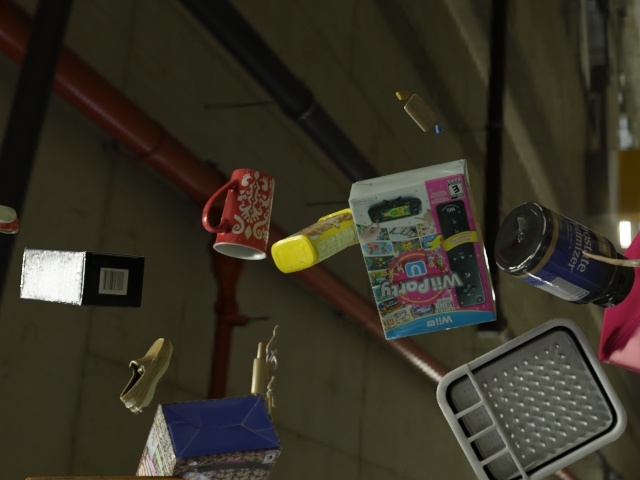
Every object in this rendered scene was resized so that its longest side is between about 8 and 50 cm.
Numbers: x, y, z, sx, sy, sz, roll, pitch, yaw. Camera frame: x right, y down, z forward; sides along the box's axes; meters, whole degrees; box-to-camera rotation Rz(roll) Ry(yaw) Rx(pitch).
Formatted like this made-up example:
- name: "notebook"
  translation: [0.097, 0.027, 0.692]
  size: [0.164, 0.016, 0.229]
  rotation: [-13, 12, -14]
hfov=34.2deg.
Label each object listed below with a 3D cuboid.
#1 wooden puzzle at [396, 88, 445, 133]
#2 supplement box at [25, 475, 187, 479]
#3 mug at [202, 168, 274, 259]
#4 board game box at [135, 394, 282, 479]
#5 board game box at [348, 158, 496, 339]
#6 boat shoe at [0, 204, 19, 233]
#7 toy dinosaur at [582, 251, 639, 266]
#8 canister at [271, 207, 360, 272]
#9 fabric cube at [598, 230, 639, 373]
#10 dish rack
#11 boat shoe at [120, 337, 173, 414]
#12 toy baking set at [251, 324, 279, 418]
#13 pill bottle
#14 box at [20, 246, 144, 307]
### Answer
- name: "wooden puzzle"
  translation: [0.197, -0.253, 2.065]
  size: [0.116, 0.014, 0.078]
  rotation: [51, -145, -2]
- name: "supplement box"
  translation: [-0.315, 0.385, 1.526]
  size: [0.078, 0.233, 0.080]
  rotation: [150, 124, -73]
- name: "mug"
  translation: [-0.160, -0.062, 2.169]
  size: [0.150, 0.113, 0.169]
  rotation: [40, -123, -61]
- name: "board game box"
  translation: [-0.243, 0.475, 2.191]
  size: [0.141, 0.232, 0.291]
  rotation: [65, 146, 39]
- name: "board game box"
  translation: [0.200, 0.020, 1.993]
  size: [0.097, 0.223, 0.304]
  rotation: [-75, -29, -66]
- name: "boat shoe"
  translation: [-0.597, -0.047, 1.839]
  size: [0.043, 0.137, 0.049]
  rotation: [97, -168, -51]
- name: "toy dinosaur"
  translation: [0.414, 0.019, 1.149]
  size: [0.112, 0.211, 0.064]
  rotation: [146, 116, -65]
- name: "canister"
  translation: [0.000, 0.000, 2.065]
  size: [0.170, 0.126, 0.073]
  rotation: [-28, -83, -44]
- name: "fabric cube"
  translation: [0.752, 0.128, 2.154]
  size: [0.258, 0.254, 0.259]
  rotation: [109, 179, -53]
- name: "dish rack"
  translation: [0.435, 0.342, 2.166]
  size: [0.286, 0.332, 0.072]
  rotation: [62, -177, 0]
- name: "boat shoe"
  translation: [-0.373, 0.275, 2.222]
  size: [0.072, 0.068, 0.190]
  rotation: [43, -140, -25]
- name: "toy baking set"
  translation: [-0.132, 0.323, 2.512]
  size: [0.197, 0.030, 0.256]
  rotation: [60, -148, -75]
- name: "pill bottle"
  translation: [0.398, 0.031, 1.680]
  size: [0.219, 0.122, 0.123]
  rotation: [23, -120, -27]
- name: "box"
  translation: [-0.475, 0.074, 2.074]
  size: [0.153, 0.207, 0.108]
  rotation: [7, -93, -50]
